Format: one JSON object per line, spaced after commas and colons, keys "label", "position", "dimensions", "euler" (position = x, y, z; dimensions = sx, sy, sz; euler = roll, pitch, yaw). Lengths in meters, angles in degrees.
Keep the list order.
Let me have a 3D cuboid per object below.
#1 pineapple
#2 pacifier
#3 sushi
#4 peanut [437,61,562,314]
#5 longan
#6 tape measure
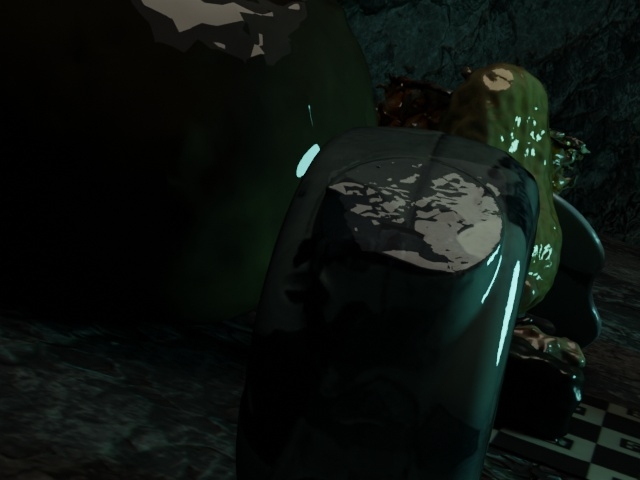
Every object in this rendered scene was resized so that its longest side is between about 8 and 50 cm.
{"label": "pineapple", "position": [0.202, -0.068, 1.840], "dimensions": [0.352, 0.300, 0.352], "euler": [15, 7, -2]}
{"label": "pacifier", "position": [0.227, 0.056, 1.531], "dimensions": [0.227, 0.279, 0.207], "euler": [19, 49, 28]}
{"label": "sushi", "position": [0.202, 0.117, 1.251], "dimensions": [0.296, 0.100, 0.373], "euler": [18, 8, 17]}
{"label": "peanut", "position": [0.193, -0.051, 1.393], "dimensions": [0.143, 0.291, 0.159], "euler": [5, -20, -17]}
{"label": "longan", "position": [-0.144, -0.121, 1.207], "dimensions": [0.404, 0.404, 0.436], "euler": [10, 2, -39]}
{"label": "tape measure", "position": [0.036, 0.062, 0.721], "dimensions": [0.147, 0.256, 0.275], "euler": [13, 12, 8]}
